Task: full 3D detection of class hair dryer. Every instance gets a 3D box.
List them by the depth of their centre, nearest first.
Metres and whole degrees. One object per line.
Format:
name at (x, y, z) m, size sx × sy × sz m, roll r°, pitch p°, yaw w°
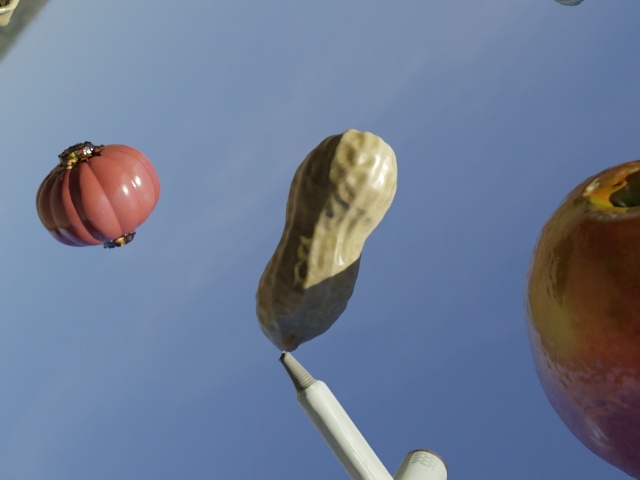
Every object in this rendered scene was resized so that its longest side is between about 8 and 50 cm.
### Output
hair dryer at (0.013, 0.165, 1.122) m, size 0.044 × 0.183 × 0.155 m, roll -40°, pitch -174°, yaw 29°

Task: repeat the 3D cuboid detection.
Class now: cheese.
cheese at (-0.376, -0.275, 1.708) m, size 0.060 × 0.041 × 0.084 m, roll -46°, pitch -152°, yaw 44°

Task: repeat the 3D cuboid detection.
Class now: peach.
peach at (0.372, 0.116, 1.720) m, size 0.242 × 0.380 × 0.306 m, roll -38°, pitch -156°, yaw -33°

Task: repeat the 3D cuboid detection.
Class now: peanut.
peanut at (0.000, 0.000, 1.805) m, size 0.136 × 0.120 × 0.298 m, roll -128°, pitch -122°, yaw -69°

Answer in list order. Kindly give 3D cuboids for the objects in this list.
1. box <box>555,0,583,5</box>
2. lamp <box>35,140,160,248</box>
box at (0.223, -0.301, 0.936) m, size 0.182 × 0.175 × 0.312 m, roll -35°, pitch 180°, yaw -15°
lamp at (-0.190, -0.039, 1.241) m, size 0.108 × 0.092 × 0.107 m, roll -22°, pitch -161°, yaw 8°
